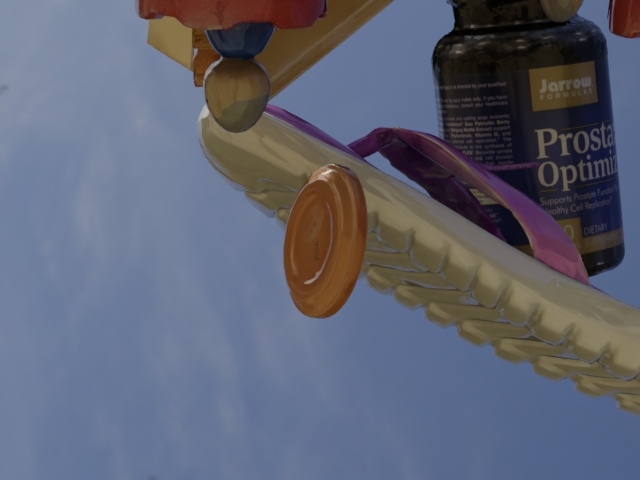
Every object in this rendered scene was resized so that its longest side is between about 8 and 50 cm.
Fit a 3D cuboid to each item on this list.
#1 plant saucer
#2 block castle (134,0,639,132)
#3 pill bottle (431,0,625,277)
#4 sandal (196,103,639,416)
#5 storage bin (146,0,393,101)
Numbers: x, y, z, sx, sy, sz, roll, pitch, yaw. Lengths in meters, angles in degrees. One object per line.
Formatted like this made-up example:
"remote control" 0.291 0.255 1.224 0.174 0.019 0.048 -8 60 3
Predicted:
"plant saucer" 0.000 0.000 1.031 0.083 0.013 0.084 -26 -120 59
"block castle" 0.056 -0.188 1.011 0.303 0.453 0.213 2 -75 -2
"pill bottle" 0.141 -0.085 1.329 0.122 0.122 0.219 0 -80 39
"sandal" 0.112 0.002 1.202 0.102 0.416 0.169 -65 -164 -15
"storage bin" -0.012 -0.283 1.523 0.123 0.260 0.262 33 -37 20
